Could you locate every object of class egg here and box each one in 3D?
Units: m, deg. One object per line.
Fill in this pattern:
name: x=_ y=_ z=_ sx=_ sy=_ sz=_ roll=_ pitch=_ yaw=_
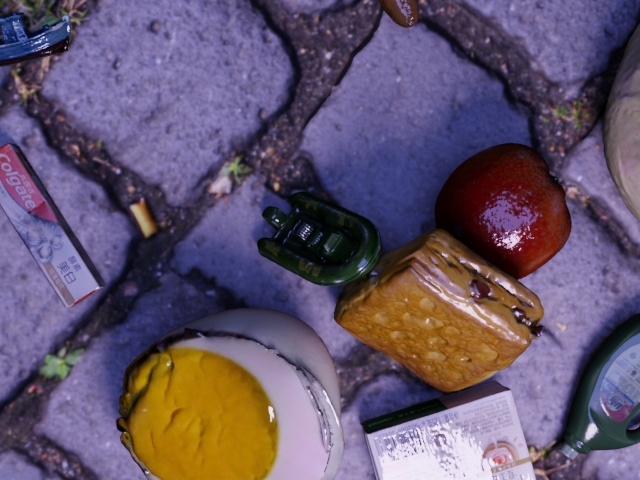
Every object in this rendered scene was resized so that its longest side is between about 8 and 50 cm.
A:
egg: x=-0.096 y=0.203 z=1.110 sx=0.286 sy=0.174 sz=0.264 roll=-41 pitch=95 yaw=23

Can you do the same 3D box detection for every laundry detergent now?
laundry detergent: x=0.400 y=0.211 z=1.188 sx=0.137 sy=0.063 sz=0.211 roll=40 pitch=88 yaw=-10

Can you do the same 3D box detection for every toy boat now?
toy boat: x=-0.381 y=-0.257 z=1.133 sx=0.137 sy=0.060 sz=0.061 roll=-10 pitch=112 yaw=0
toy boat: x=0.000 y=0.000 z=1.108 sx=0.104 sy=0.210 sz=0.052 roll=-52 pitch=130 yaw=-11

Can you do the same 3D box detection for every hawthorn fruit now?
hawthorn fruit: x=0.215 y=-0.028 z=1.127 sx=0.188 sy=0.169 sz=0.169 roll=-26 pitch=92 yaw=2

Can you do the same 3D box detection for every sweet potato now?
sweet potato: x=0.078 y=-0.375 z=1.171 sx=0.050 sy=0.050 sz=0.214 roll=-21 pitch=88 yaw=-3

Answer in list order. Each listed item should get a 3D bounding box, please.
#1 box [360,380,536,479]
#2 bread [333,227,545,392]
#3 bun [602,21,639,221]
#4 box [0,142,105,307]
box: x=0.165 y=0.277 z=1.165 sx=0.198 sy=0.081 sz=0.135 roll=-16 pitch=92 yaw=-2
bread: x=0.144 y=0.083 z=1.094 sx=0.210 sy=0.235 sz=0.099 roll=32 pitch=59 yaw=-8
bun: x=0.530 y=-0.162 z=1.119 sx=0.360 sy=0.213 sz=0.361 roll=0 pitch=92 yaw=-6
box: x=-0.356 y=-0.019 z=1.147 sx=0.055 sy=0.039 sz=0.218 roll=-31 pitch=92 yaw=-2
